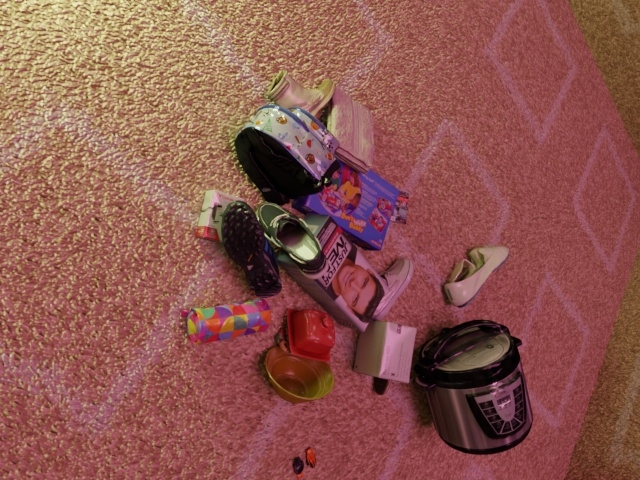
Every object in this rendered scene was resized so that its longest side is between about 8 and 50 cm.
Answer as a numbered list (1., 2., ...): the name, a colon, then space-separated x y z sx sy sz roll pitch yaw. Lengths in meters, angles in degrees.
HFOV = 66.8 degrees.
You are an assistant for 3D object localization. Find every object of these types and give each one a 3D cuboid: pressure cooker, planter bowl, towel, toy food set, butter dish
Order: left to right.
1. toy food set: -0.096 0.304 1.475 0.083 0.020 0.082 12 46 -38
2. planter bowl: -0.075 0.414 1.441 0.217 0.217 0.090 3 124 -37
3. butter dish: -0.010 0.270 1.475 0.160 0.118 0.159 22 43 -34
4. towel: 0.097 -0.362 1.570 0.187 0.049 0.282 25 53 -36
5. pressure cooker: 0.548 0.504 1.771 0.370 0.376 0.420 -34 111 -58

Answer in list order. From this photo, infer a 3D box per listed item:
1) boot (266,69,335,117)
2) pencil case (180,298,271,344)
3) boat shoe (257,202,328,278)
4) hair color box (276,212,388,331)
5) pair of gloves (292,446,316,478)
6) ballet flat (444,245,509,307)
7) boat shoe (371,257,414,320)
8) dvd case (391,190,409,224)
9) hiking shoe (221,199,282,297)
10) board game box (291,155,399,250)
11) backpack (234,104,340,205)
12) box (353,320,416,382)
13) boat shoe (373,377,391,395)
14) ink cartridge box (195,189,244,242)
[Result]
1. boot: -0.058 -0.466 1.497 0.165 0.077 0.213 44 68 -26
2. pencil case: -0.254 0.217 1.333 0.236 0.104 0.104 -1 90 -37
3. boat shoe: -0.084 -0.023 1.348 0.114 0.302 0.091 -40 149 -14
4. hair color box: 0.049 0.105 1.521 0.374 0.114 0.185 49 63 -35
5. pair of gloves: -0.050 0.704 1.536 0.083 0.010 0.074 -22 104 -32
6. ballet flat: 0.644 0.110 1.997 0.400 0.139 0.139 -40 113 -29
7. boat shoe: 0.232 0.152 1.703 0.267 0.096 0.088 -51 119 -18
8. dvd case: 0.289 -0.125 1.792 0.087 0.013 0.119 10 83 -36
9. hiking shoe: -0.195 0.015 1.341 0.113 0.132 0.304 -15 121 0
10. board game box: 0.094 -0.140 1.605 0.347 0.078 0.233 30 73 -33
11. backpack: -0.096 -0.255 1.362 0.263 0.276 0.213 38 63 -23
12. box: 0.211 0.365 1.611 0.119 0.182 0.181 15 77 -21
13. boat shoe: 0.242 0.455 1.725 0.072 0.068 0.190 24 75 -46
14. ink cartridge box: -0.276 -0.063 1.342 0.099 0.056 0.135 16 81 -35
